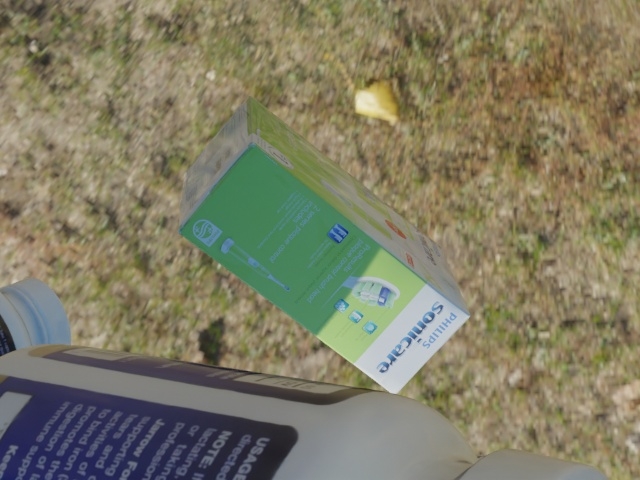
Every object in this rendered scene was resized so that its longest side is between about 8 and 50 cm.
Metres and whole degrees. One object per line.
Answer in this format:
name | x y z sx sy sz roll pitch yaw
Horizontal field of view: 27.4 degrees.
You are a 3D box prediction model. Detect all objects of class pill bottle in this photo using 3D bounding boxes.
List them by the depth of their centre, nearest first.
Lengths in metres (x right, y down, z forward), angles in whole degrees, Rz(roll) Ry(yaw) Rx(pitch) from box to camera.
pill bottle | -0.026 0.127 0.502 0.264 0.153 0.153 4 121 36
pill bottle | -0.309 0.099 1.094 0.108 0.193 0.108 22 123 39

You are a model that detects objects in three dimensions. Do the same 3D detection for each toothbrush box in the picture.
toothbrush box | 0.000 0.000 1.362 0.283 0.206 0.122 39 103 -14

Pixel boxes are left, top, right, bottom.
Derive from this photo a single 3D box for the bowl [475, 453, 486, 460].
bowl | 0.208 0.360 1.854 0.170 0.080 0.170 -1 116 -3
